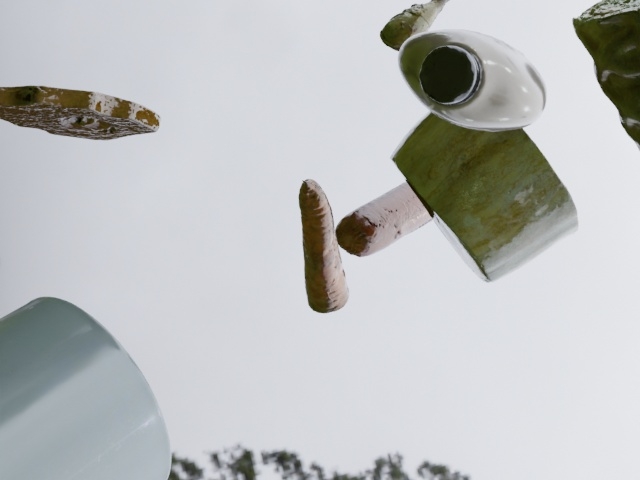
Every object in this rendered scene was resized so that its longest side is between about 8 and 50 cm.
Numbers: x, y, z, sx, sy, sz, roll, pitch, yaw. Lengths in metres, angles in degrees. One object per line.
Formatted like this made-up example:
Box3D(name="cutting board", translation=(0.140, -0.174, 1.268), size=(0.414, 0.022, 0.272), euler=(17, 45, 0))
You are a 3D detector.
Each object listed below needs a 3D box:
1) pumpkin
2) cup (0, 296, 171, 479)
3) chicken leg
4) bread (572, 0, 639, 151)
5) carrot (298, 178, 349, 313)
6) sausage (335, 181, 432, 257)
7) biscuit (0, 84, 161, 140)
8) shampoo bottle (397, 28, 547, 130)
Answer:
Box3D(name="pumpkin", translation=(0.257, -0.091, 1.577), size=(0.332, 0.199, 0.332), euler=(56, -3, 4))
Box3D(name="cup", translation=(-0.298, 0.203, 0.737), size=(0.205, 0.312, 0.205), euler=(23, -51, 32))
Box3D(name="chicken leg", translation=(0.182, -0.415, 1.724), size=(0.070, 0.178, 0.093), euler=(51, -14, -19))
Box3D(name="bread", translation=(0.437, -0.197, 1.156), size=(0.152, 0.130, 0.268), euler=(-16, -60, 37))
Box3D(name="carrot", translation=(0.000, 0.000, 1.111), size=(0.057, 0.057, 0.224), euler=(53, -19, 38))
Box3D(name="sausage", translation=(0.144, -0.050, 1.858), size=(0.102, 0.330, 0.102), euler=(14, -64, 31))
Box3D(name="biscuit", translation=(-0.319, -0.164, 1.151), size=(0.182, 0.215, 0.034), euler=(-3, -98, 43))
Box3D(name="shampoo bottle", translation=(0.133, -0.135, 0.787), size=(0.127, 0.257, 0.078), euler=(30, -73, 13))
